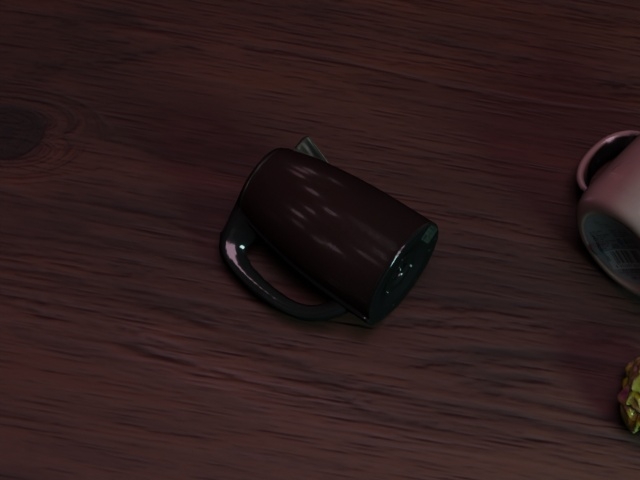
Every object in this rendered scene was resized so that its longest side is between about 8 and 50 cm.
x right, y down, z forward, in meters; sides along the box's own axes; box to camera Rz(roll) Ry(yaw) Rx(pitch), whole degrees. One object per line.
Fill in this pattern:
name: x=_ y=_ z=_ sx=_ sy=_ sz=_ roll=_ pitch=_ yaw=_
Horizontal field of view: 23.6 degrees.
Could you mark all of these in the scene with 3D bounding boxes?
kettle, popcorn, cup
kettle: x=0.000 y=0.000 z=1.893 sx=0.232 sy=0.144 sz=0.202 roll=34 pitch=96 yaw=19
popcorn: x=0.403 y=0.182 z=1.839 sx=0.089 sy=0.097 sz=0.109 roll=27 pitch=78 yaw=12
cup: x=0.421 y=-0.056 z=1.927 sx=0.200 sy=0.191 sz=0.253 roll=-39 pitch=42 yaw=-18
